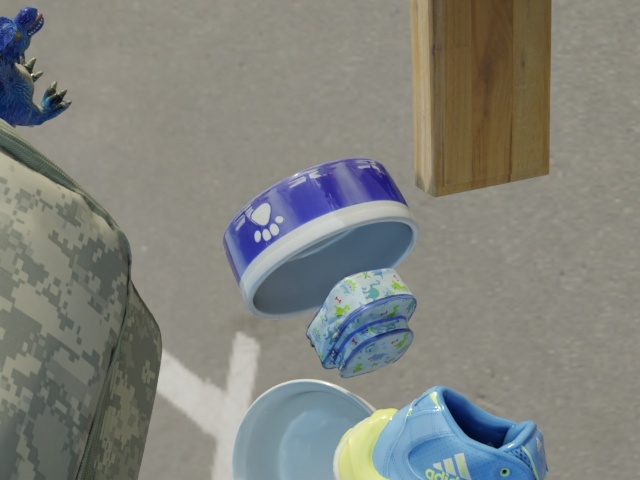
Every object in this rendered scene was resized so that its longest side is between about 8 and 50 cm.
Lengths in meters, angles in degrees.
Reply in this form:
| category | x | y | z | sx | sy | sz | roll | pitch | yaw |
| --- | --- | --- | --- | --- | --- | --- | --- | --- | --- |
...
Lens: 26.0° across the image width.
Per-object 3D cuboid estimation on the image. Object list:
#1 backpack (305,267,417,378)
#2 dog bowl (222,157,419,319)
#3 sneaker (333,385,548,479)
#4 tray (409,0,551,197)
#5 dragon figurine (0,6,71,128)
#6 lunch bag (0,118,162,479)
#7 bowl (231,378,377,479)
| category | x | y | z | sx | sy | sz | roll | pitch | yaw |
| --- | --- | --- | --- | --- | --- | --- | --- | --- | --- |
| backpack | 0.052 | 0.089 | 1.506 | 0.084 | 0.105 | 0.114 | 57 | 142 | 30 |
| dog bowl | 0.000 | 0.000 | 1.947 | 0.265 | 0.265 | 0.104 | -47 | 60 | 42 |
| sneaker | 0.119 | 0.196 | 0.903 | 0.240 | 0.091 | 0.126 | 46 | 118 | 4 |
| tray | 0.240 | -0.282 | 2.054 | 0.076 | 0.203 | 0.411 | -143 | 45 | -59 |
| dragon figurine | -0.313 | -0.095 | 1.201 | 0.085 | 0.144 | 0.289 | 46 | 111 | 22 |
| lunch bag | -0.235 | 0.097 | 0.849 | 0.256 | 0.213 | 0.305 | 73 | -158 | -53 |
| bowl | 0.018 | 0.358 | 2.201 | 0.298 | 0.134 | 0.298 | 2 | 94 | 28 |
